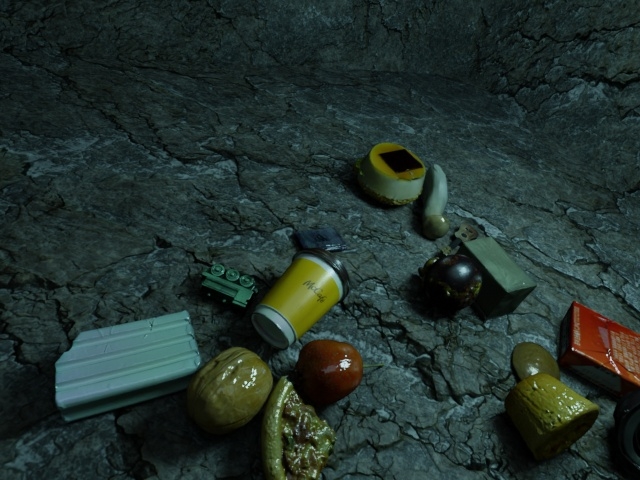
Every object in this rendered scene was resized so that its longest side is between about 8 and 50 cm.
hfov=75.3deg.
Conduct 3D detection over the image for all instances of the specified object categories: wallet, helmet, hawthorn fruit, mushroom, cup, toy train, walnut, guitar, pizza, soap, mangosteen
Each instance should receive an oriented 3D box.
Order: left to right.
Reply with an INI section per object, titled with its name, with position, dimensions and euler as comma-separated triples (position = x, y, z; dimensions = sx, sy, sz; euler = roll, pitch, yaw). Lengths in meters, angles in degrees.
[soap]
position = -0.429, 0.278, 0.944
dimensions = 0.289, 0.095, 0.173
euler = -9, 47, -26
[toy train]
position = -0.264, 0.135, 1.176
dimensions = 0.170, 0.071, 0.111
euler = 21, 49, 4
[walnut]
position = -0.202, 0.332, 0.921
dimensions = 0.165, 0.165, 0.197
euler = 32, 44, 15
[cup]
position = -0.055, 0.157, 1.146
dimensions = 0.196, 0.196, 0.279
euler = 33, 51, 16
[pizza]
position = -0.038, 0.441, 0.898
dimensions = 0.197, 0.058, 0.292
euler = 16, 54, -31
[wallet]
position = 0.000, 0.001, 1.436
dimensions = 0.165, 0.030, 0.111
euler = -7, 43, -27
[hawthorn fruit]
position = 0.073, 0.325, 1.040
dimensions = 0.285, 0.165, 0.165
euler = 8, 41, -29
[mushroom]
position = 0.453, -0.152, 1.666
dimensions = 0.122, 0.159, 0.329
euler = -9, 40, 22
[mangosteen]
position = 0.406, 0.124, 1.345
dimensions = 0.192, 0.192, 0.217
euler = -15, 30, -32
[guitar]
position = 0.527, 0.009, 1.601
dimensions = 0.083, 0.038, 0.271
euler = 38, 43, 22
[helmet]
position = 0.905, 0.493, 1.098
dimensions = 0.305, 0.225, 0.177
euler = 29, 14, 7

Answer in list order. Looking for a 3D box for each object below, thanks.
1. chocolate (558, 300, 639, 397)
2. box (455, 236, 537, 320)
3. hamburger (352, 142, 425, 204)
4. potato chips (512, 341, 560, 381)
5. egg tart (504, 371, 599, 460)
[chocolate]
position = 0.887, 0.346, 1.320
dimensions = 0.234, 0.108, 0.237
euler = 28, 44, 11
[box]
position = 0.568, 0.125, 1.411
dimensions = 0.155, 0.149, 0.231
euler = -7, 47, -26
[hamburger]
position = 0.289, -0.266, 1.712
dimensions = 0.275, 0.179, 0.294
euler = -21, 58, -32
[potato chips]
position = 0.657, 0.380, 1.248
dimensions = 0.150, 0.049, 0.201
euler = 35, 38, 11
[egg tart]
position = 0.583, 0.440, 1.065
dimensions = 0.202, 0.203, 0.147
euler = -4, 33, -23
